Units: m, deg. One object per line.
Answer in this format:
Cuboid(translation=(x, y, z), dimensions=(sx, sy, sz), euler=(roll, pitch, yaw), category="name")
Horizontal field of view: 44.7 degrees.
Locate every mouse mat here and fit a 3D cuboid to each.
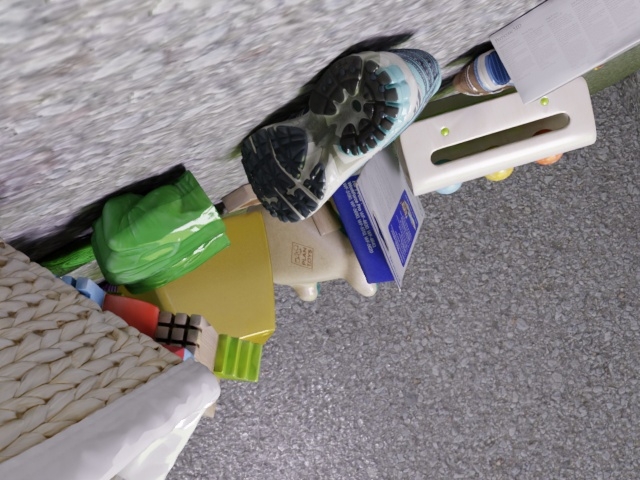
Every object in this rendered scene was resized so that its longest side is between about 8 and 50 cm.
Cuboid(translation=(-0.333, 0.024, 1.046), dimensions=(0.153, 0.007, 0.190), euler=(-27, 179, 12), category="mouse mat")

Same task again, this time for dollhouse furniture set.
Cuboid(translation=(-0.047, -0.047, 1.184), dimensions=(0.151, 0.123, 0.144), euler=(-28, 177, 29), category="dollhouse furniture set")

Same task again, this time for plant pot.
Cuboid(translation=(-0.183, 0.099, 1.238), dimensions=(0.212, 0.187, 0.212), euler=(-13, 159, -27), category="plant pot")

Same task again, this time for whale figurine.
Cuboid(translation=(0.000, 0.000, 1.327), dimensions=(0.272, 0.216, 0.141), euler=(18, -153, 32), category="whale figurine")

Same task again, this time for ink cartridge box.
Cuboid(translation=(0.085, -0.051, 1.151), dimensions=(0.065, 0.165, 0.332), euler=(-18, -166, 18), category="ink cartridge box")

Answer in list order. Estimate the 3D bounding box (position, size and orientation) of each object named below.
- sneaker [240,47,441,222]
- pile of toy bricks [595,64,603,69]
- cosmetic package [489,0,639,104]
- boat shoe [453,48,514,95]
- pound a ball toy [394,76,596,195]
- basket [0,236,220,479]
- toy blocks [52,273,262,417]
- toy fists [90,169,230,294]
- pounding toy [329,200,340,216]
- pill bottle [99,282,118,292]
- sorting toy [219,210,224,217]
Cuboid(translation=(0.023, -0.108, 0.828), dimensions=(0.122, 0.110, 0.283), euler=(-29, 180, -40), category="sneaker")
Cuboid(translation=(0.516, -0.320, 1.639), dimensions=(0.212, 0.105, 0.118), euler=(-27, 178, 10), category="pile of toy bricks")
Cuboid(translation=(0.331, -0.263, 0.920), dimensions=(0.239, 0.098, 0.060), euler=(-27, 180, 34), category="cosmetic package")
Cuboid(translation=(0.237, -0.234, 1.063), dimensions=(0.066, 0.066, 0.183), euler=(-14, -177, 37), category="boat shoe")
Cuboid(translation=(0.275, -0.173, 1.198), dimensions=(0.319, 0.135, 0.208), euler=(-16, -162, 3), category="pound a ball toy")
Cuboid(translation=(-0.294, 0.186, 0.527), dimensions=(0.328, 0.266, 0.331), euler=(-57, 175, 9), category="basket")
Cuboid(translation=(-0.274, 0.117, 0.861), dimensions=(0.382, 0.190, 0.261), euler=(6, 161, 6), category="toy blocks")
Cuboid(translation=(-0.193, -0.004, 0.925), dimensions=(0.142, 0.096, 0.279), euler=(-34, 177, -8), category="toy fists")
Cuboid(translation=(0.064, -0.121, 1.443), dimensions=(0.237, 0.110, 0.183), euler=(-56, 163, 3), category="pounding toy")
Cuboid(translation=(-0.349, 0.149, 1.511), dimensions=(0.323, 0.181, 0.181), euler=(-27, 178, 15), category="pill bottle")
Cuboid(translation=(-0.193, -0.022, 1.304), dimensions=(0.075, 0.045, 0.083), euler=(-47, 173, 14), category="sorting toy")
